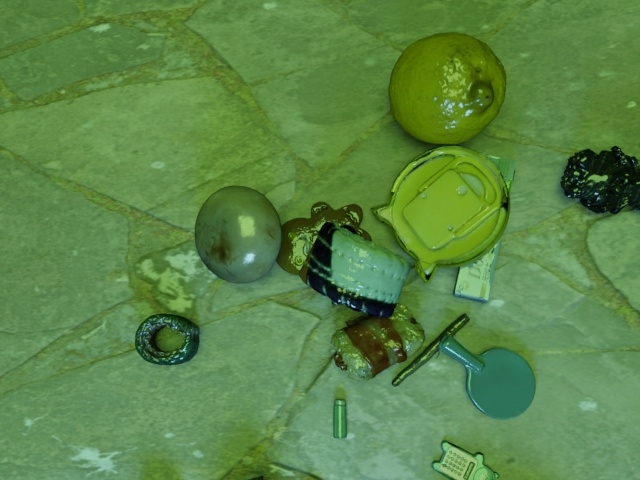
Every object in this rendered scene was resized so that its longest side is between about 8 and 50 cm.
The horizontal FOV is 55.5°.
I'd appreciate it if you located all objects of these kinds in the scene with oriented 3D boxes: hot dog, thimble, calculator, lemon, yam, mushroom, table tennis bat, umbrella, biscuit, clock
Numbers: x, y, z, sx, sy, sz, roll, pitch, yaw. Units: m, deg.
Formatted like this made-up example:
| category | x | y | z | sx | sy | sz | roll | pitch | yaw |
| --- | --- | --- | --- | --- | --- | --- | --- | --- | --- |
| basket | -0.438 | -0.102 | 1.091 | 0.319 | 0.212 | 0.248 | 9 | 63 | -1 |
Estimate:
| category | x | y | z | sx | sy | sz | roll | pitch | yaw |
| --- | --- | --- | --- | --- | --- | --- | --- | --- | --- |
| hot dog | 0.128 | 0.230 | 1.365 | 0.213 | 0.103 | 0.146 | -19 | 57 | -10 |
| thimble | 0.081 | 0.066 | 1.322 | 0.237 | 0.237 | 0.150 | 26 | 96 | 8 |
| calculator | 0.319 | 0.503 | 1.337 | 0.141 | 0.019 | 0.094 | 26 | 80 | 9 |
| lemon | 0.281 | -0.337 | 1.360 | 0.245 | 0.320 | 0.245 | -6 | 107 | -20 |
| yam | 0.252 | 0.252 | 1.385 | 0.234 | 0.027 | 0.029 | -43 | 110 | -3 |
| mushroom | -0.183 | -0.014 | 1.403 | 0.226 | 0.178 | 0.227 | -2 | 87 | 36 |
| table tennis bat | 0.367 | 0.293 | 1.353 | 0.244 | 0.040 | 0.153 | 36 | 83 | 0 |
| umbrella | 0.716 | -0.103 | 1.369 | 0.336 | 0.128 | 0.154 | 26 | 80 | 6 |
| biscuit | 0.000 | 0.000 | 1.447 | 0.236 | 0.039 | 0.180 | -20 | 80 | 2 |
| clock | 0.287 | -0.071 | 1.387 | 0.293 | 0.071 | 0.277 | -36 | 66 | 18 |
| thimble | -0.352 | 0.229 | 1.402 | 0.135 | 0.090 | 0.119 | 10 | 83 | 4 |

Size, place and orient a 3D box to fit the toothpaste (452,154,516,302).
| category | x | y | z | sx | sy | sz | roll | pitch | yaw |
| --- | --- | --- | --- | --- | --- | --- | --- | --- | --- |
| toothpaste | 0.381 | -0.028 | 1.408 | 0.081 | 0.067 | 0.337 | 12 | 80 | 9 |

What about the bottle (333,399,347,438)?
| category | x | y | z | sx | sy | sz | roll | pitch | yaw |
| --- | --- | --- | --- | --- | --- | --- | --- | --- | --- |
| bottle | 0.044 | 0.401 | 1.370 | 0.030 | 0.030 | 0.083 | -1 | 79 | 4 |

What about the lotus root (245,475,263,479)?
| category | x | y | z | sx | sy | sz | roll | pitch | yaw |
| --- | --- | --- | --- | --- | --- | --- | --- | --- | --- |
| lotus root | -0.138 | 0.696 | 1.249 | 0.179 | 0.196 | 0.398 | -4 | 77 | -2 |
